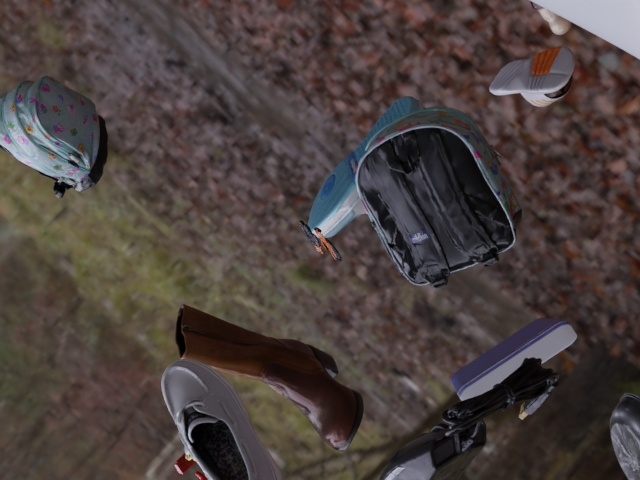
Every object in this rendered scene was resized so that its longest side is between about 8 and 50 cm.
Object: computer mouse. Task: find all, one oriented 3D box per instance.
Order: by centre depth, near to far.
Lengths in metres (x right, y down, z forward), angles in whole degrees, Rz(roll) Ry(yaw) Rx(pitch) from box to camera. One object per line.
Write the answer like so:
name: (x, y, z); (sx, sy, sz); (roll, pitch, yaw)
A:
computer mouse: (0.151, 0.213, 1.201); (0.060, 0.184, 0.262); (51, 141, 25)

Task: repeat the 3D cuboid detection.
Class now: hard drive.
hard drive: (0.324, 0.205, 1.904); (0.040, 0.210, 0.318); (56, -178, 5)

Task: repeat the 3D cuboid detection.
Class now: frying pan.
frying pan: (0.523, 0.389, 1.681); (0.197, 0.053, 0.326); (155, 94, -81)

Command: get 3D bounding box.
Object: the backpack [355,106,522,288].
backpack: (0.185, -0.086, 1.767); (0.253, 0.225, 0.191); (56, -153, -19)

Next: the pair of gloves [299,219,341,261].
pair of gloves: (0.000, 0.000, 1.739); (0.083, 0.010, 0.074); (28, 157, 54)

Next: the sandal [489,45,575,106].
sandal: (0.418, -0.302, 2.089); (0.076, 0.102, 0.265); (35, 173, -19)

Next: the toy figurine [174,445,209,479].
toy figurine: (-0.189, 0.501, 1.890); (0.362, 0.217, 0.191); (4, 128, 53)

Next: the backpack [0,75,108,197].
backpack: (-0.403, -0.169, 1.648); (0.182, 0.115, 0.152); (32, -140, -51)

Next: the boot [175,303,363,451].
boot: (-0.083, 0.204, 1.710); (0.280, 0.096, 0.264); (23, -157, -25)

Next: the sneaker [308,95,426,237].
sneaker: (0.137, -0.086, 1.974); (0.208, 0.319, 0.127); (30, -150, -24)

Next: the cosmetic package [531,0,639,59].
cosmetic package: (0.313, -0.475, 1.115); (0.329, 0.394, 0.327); (34, 168, 20)

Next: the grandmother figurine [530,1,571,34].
grandmother figurine: (0.314, -0.344, 1.371); (0.342, 0.104, 0.208); (46, 145, 23)

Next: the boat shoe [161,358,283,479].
boat shoe: (-0.104, 0.178, 1.035); (0.184, 0.066, 0.063); (57, -172, 32)
